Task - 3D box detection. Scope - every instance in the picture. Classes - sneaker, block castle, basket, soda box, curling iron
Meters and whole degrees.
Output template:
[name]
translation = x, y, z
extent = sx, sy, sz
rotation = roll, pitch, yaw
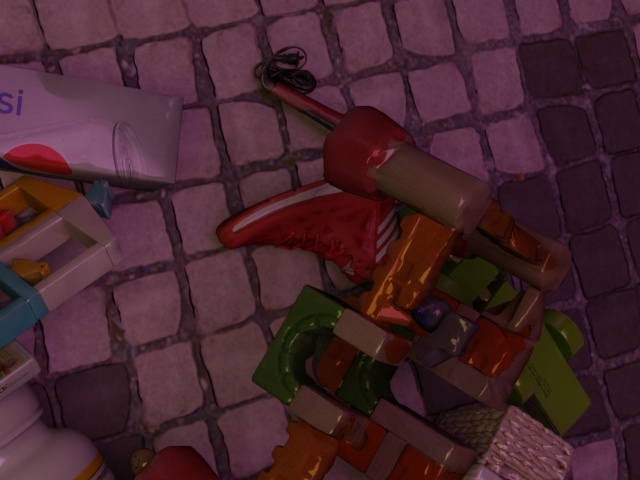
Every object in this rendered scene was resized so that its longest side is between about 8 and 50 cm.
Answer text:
[sneaker]
translation = 0.000, 0.000, 1.448
extent = 0.221, 0.087, 0.128
rotation = -21, 92, -22
[block castle]
translation = 0.029, 0.118, 1.303
extent = 0.303, 0.213, 0.453
rotation = 27, 92, -55
[basket]
translation = 0.188, 0.254, 1.461
extent = 0.113, 0.167, 0.103
rotation = 35, 66, -16
[soda box]
translation = -0.291, -0.119, 1.331
extent = 0.286, 0.091, 0.098
rotation = 9, 82, -22
[curling iron]
translation = 0.047, -0.134, 1.478
extent = 0.274, 0.035, 0.068
rotation = 33, 68, -3

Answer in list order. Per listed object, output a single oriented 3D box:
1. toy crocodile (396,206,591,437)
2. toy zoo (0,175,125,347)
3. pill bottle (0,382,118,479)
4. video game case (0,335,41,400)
[toy crocodile]
translation = 0.204, 0.092, 1.525
extent = 0.115, 0.105, 0.340
rotation = -45, 107, -21
[toy zoo]
translation = -0.321, 0.030, 1.257
extent = 0.293, 0.192, 0.030
rotation = -37, 131, -23
[pill bottle]
translation = -0.261, 0.305, 1.248
extent = 0.188, 0.188, 0.334
rotation = -34, 98, -22
[video game case]
translation = -0.390, 0.127, 1.211
extent = 0.193, 0.212, 0.023
rotation = -36, 130, -22
